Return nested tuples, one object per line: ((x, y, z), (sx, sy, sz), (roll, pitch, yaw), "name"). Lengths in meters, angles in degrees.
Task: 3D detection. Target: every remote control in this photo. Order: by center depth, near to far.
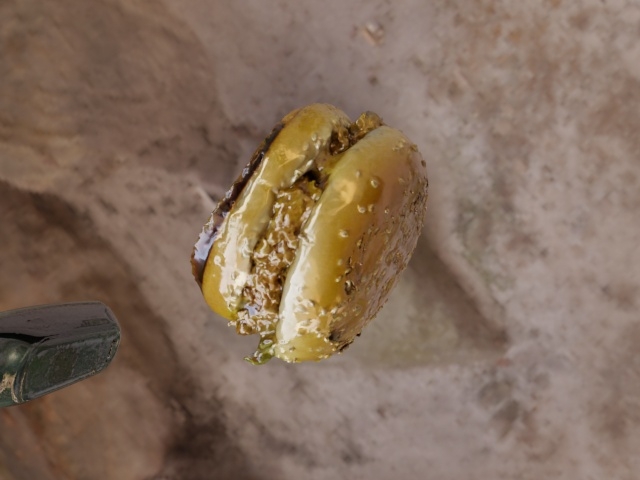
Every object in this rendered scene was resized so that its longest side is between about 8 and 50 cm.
((-0.221, 0.086, 0.959), (0.042, 0.222, 0.072), (28, 110, 23), "remote control")

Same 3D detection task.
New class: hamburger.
((0.005, -0.006, 0.949), (0.118, 0.191, 0.181), (32, 111, 11), "hamburger")
